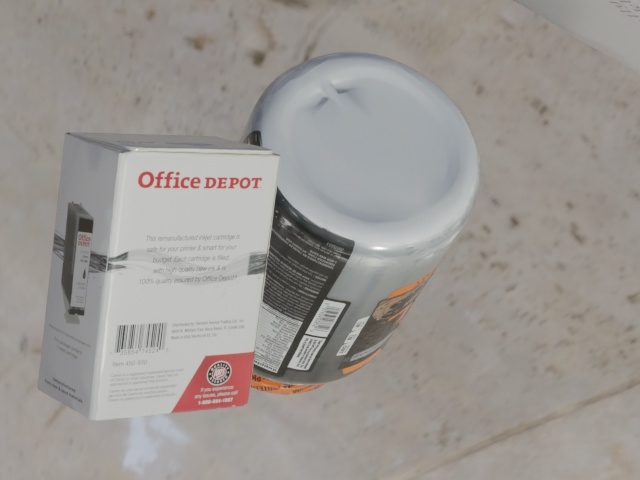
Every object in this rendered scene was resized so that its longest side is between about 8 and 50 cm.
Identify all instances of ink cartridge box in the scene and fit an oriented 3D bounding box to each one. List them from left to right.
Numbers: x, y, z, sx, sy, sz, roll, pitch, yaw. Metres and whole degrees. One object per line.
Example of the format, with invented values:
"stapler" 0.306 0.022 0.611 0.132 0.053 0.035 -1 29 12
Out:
"ink cartridge box" -0.081 0.015 0.828 0.099 0.056 0.135 -1 103 -41

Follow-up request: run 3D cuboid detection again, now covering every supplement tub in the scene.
"supplement tub" 0.000 0.000 1.502 0.207 0.338 0.207 7 60 -13

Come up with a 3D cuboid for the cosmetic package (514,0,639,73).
"cosmetic package" 0.145 -0.256 0.517 0.217 0.156 0.385 28 90 -5
